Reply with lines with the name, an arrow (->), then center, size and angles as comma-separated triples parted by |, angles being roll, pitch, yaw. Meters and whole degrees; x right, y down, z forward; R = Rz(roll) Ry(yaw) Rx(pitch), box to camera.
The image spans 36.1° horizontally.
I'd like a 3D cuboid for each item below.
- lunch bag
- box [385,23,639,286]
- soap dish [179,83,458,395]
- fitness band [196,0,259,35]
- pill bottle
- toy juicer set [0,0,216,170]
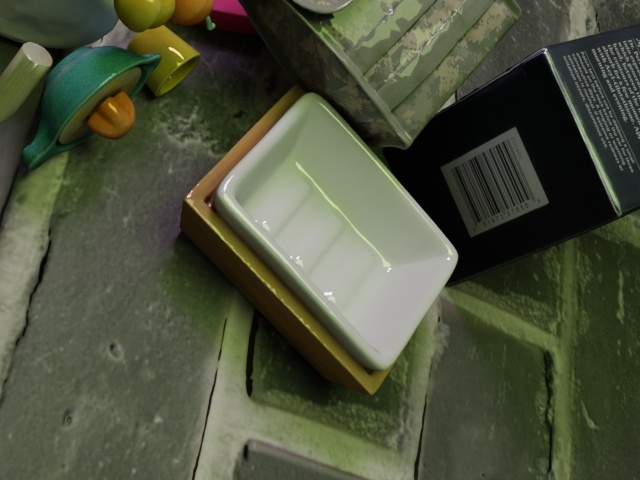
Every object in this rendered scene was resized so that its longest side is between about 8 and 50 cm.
lunch bag -> 0.052, -0.283, 1.111 | 0.235, 0.169, 0.287 | -48, 113, -19
box -> 0.342, -0.126, 1.289 | 0.395, 0.293, 0.212 | -20, 84, -40
soap dish -> 0.000, 0.000, 1.101 | 0.291, 0.118, 0.229 | 47, 51, -11
fitness band -> -0.116, -0.358, 1.204 | 0.290, 0.054, 0.209 | 0, 72, -35
pill bottle -> -0.274, -0.354, 1.017 | 0.162, 0.162, 0.278 | 16, 62, -31
toy juicer set -> -0.208, -0.156, 0.954 | 0.089, 0.209, 0.329 | 47, 50, -1
